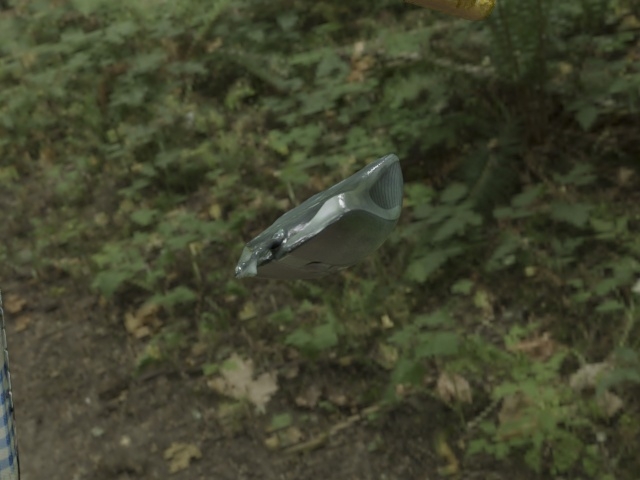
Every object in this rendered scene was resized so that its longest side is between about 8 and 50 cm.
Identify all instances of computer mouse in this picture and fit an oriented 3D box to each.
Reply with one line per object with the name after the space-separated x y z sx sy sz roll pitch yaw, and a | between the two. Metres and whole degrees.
0.000 0.000 1.293 0.167 0.090 0.379 -30 2 28 | computer mouse

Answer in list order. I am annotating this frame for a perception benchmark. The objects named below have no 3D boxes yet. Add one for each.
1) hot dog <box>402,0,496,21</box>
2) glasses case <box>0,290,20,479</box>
0.047 -0.265 1.124 0.286 0.061 0.088 5 38 -32 | hot dog
-0.250 0.032 0.689 0.125 0.327 0.076 -5 14 -10 | glasses case
